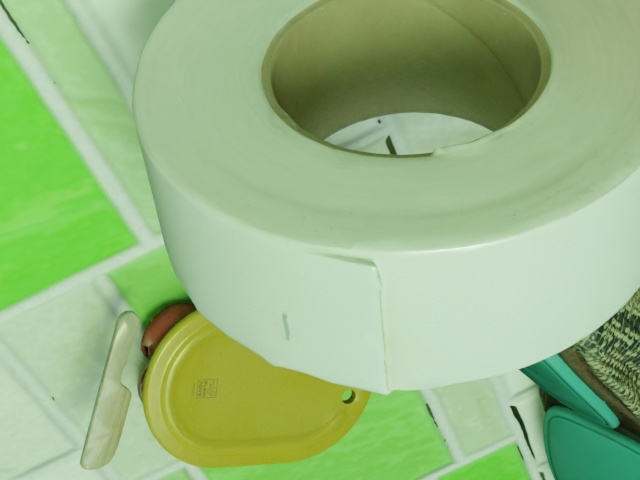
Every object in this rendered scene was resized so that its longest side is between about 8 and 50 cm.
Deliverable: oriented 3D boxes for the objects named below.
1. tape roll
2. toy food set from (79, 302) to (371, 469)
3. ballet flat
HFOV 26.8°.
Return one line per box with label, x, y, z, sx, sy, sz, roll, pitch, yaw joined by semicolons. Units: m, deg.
tape roll;0.046;-0.058;0.715;0.286;0.286;0.100;-16;136;-9
toy food set;-0.071;0.093;0.972;0.218;0.071;0.128;2;106;-27
ballet flat;0.244;0.100;1.056;0.182;0.164;0.483;-50;139;-14
